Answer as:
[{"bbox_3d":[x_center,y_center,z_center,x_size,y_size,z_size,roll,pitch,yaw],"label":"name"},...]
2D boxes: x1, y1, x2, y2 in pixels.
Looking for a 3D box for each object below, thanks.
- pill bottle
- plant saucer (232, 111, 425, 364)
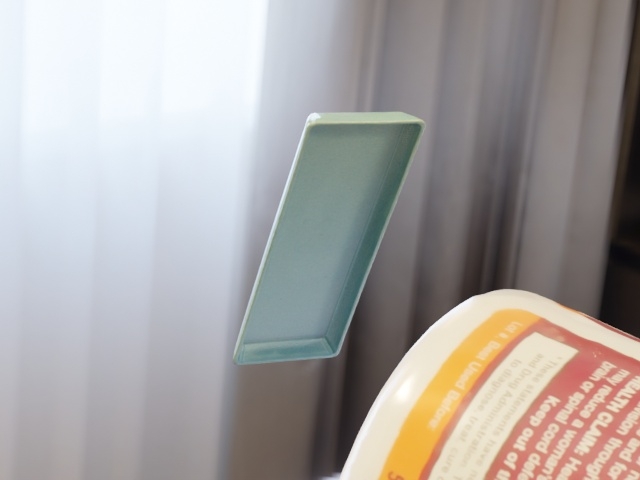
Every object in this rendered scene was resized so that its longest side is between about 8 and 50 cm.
[{"bbox_3d":[0.214,0.195,0.854,0.392,0.224,0.224,25,27,31],"label":"pill bottle"},{"bbox_3d":[0.000,0.000,0.944,0.067,0.192,0.018,-3,48,-22],"label":"plant saucer"}]
